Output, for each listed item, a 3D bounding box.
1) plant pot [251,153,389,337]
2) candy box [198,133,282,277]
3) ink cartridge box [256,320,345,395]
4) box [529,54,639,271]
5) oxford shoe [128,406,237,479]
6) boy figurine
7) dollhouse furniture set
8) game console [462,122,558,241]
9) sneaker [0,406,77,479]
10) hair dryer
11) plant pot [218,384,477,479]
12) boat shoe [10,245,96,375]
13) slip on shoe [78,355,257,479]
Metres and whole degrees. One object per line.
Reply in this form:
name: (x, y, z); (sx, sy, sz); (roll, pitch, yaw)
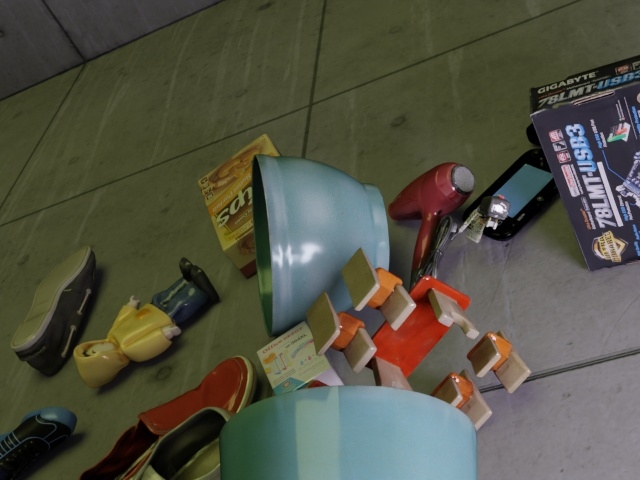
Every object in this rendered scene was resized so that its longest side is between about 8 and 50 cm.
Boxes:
plant pot: (0.000, 0.000, 1.374); (0.196, 0.293, 0.293); (-5, 33, -9)
candy box: (-0.128, -0.078, 1.707); (0.182, 0.088, 0.316); (-35, 32, 3)
ink cartridge box: (-0.027, 0.199, 1.268); (0.092, 0.090, 0.143); (-33, 34, -2)
box: (0.456, -0.107, 1.105); (0.293, 0.296, 0.073); (-14, 37, 26)
oxford shoe: (-0.245, 0.396, 1.149); (0.449, 0.130, 0.169); (-46, 41, -18)
boy figurine: (-0.330, 0.154, 1.569); (0.285, 0.092, 0.177); (-38, 36, -16)
dollhouse furniture set: (0.088, 0.156, 1.103); (0.259, 0.262, 0.135); (-52, 27, 17)
game console: (0.392, -0.125, 1.408); (0.361, 0.044, 0.213); (-43, 35, -17)
sneaker: (-0.516, 0.366, 1.452); (0.232, 0.081, 0.090); (-28, 35, 17)
hair dryer: (0.172, -0.029, 1.390); (0.224, 0.080, 0.293); (-50, 20, 8)
plant pot: (0.030, 0.324, 0.899); (0.292, 0.293, 0.235); (-16, 50, 21)
boat shoe: (-0.534, 0.143, 1.761); (0.112, 0.096, 0.335); (-20, 30, 21)
slip on shoe: (-0.227, 0.293, 1.295); (0.331, 0.101, 0.123); (-42, 33, -19)
